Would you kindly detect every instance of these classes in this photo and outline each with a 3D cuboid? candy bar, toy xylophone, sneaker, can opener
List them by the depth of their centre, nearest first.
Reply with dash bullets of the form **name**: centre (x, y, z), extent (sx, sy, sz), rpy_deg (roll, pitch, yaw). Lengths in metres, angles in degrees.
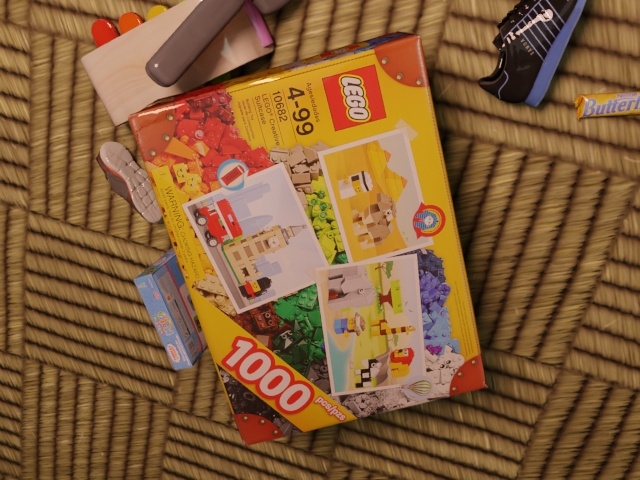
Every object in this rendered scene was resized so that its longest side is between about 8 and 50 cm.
- **sneaker**: centre (0.289, -0.297, 0.874), extent (0.090, 0.081, 0.232), rpy_deg (16, 115, 0)
- **can opener**: centre (-0.125, -0.314, 0.900), extent (0.280, 0.074, 0.093), rpy_deg (-47, 109, -8)
- **candy bar**: centre (0.439, -0.192, 0.913), extent (0.161, 0.018, 0.040), rpy_deg (-1, 110, 13)
- **toy xylophone**: centre (-0.225, -0.255, 1.016), extent (0.322, 0.081, 0.236), rpy_deg (-12, 108, 18)
- **sneaker**: centre (-0.329, -0.097, 1.127), extent (0.064, 0.061, 0.158), rpy_deg (-21, 105, 48)

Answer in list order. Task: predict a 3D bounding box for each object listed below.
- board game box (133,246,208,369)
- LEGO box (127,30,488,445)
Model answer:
- **board game box**: centre (-0.212, 0.088, 1.073), extent (0.039, 0.211, 0.160), rpy_deg (-15, 106, 20)
- **LEGO box**: centre (0.000, 0.000, 0.941), extent (0.372, 0.193, 0.501), rpy_deg (-15, 110, 3)
